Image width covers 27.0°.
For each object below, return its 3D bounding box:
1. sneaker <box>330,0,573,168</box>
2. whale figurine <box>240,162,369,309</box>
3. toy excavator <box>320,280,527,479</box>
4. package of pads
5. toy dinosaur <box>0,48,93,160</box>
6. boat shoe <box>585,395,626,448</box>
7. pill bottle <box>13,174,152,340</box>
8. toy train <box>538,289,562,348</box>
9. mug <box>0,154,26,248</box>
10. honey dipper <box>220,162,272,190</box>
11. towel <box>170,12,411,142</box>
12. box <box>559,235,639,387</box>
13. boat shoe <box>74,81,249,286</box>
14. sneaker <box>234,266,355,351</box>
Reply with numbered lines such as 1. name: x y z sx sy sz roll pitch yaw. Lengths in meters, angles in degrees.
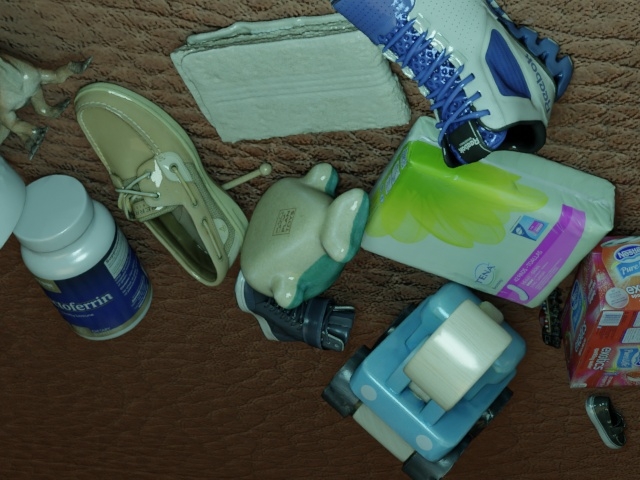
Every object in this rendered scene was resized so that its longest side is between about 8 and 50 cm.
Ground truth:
1. sneaker: 0.160 -0.193 1.536 0.315 0.182 0.127 28 142 -22
2. whale figurine: 0.000 0.000 1.853 0.141 0.216 0.272 24 162 -26
3. toy excavator: 0.181 0.165 1.889 0.222 0.433 0.445 41 132 9
4. package of pads: 0.219 -0.033 1.825 0.296 0.101 0.229 20 145 -9
5. toy dinosaur: -0.432 -0.220 1.767 0.200 0.127 0.295 32 160 -10
6. boat shoe: 0.499 0.314 2.285 0.040 0.049 0.142 -11 137 31
7. pill bottle: -0.373 0.026 2.069 0.153 0.153 0.265 0 144 18
8. toy train: 0.357 0.119 2.069 0.036 0.027 0.158 13 149 20
9. mug: -0.607 -0.081 1.815 0.276 0.374 0.328 -36 125 3
10. honey dipper: -0.132 -0.082 1.941 0.160 0.030 0.030 -23 132 36
11. towel: -0.036 -0.205 1.709 0.282 0.049 0.187 -3 145 21
12. box: 0.430 0.106 1.907 0.128 0.123 0.257 -1 149 -1
13. boat shoe: -0.227 -0.078 1.876 0.121 0.110 0.341 -20 124 39
14. sneaker: -0.033 0.104 2.111 0.163 0.086 0.226 10 158 24
